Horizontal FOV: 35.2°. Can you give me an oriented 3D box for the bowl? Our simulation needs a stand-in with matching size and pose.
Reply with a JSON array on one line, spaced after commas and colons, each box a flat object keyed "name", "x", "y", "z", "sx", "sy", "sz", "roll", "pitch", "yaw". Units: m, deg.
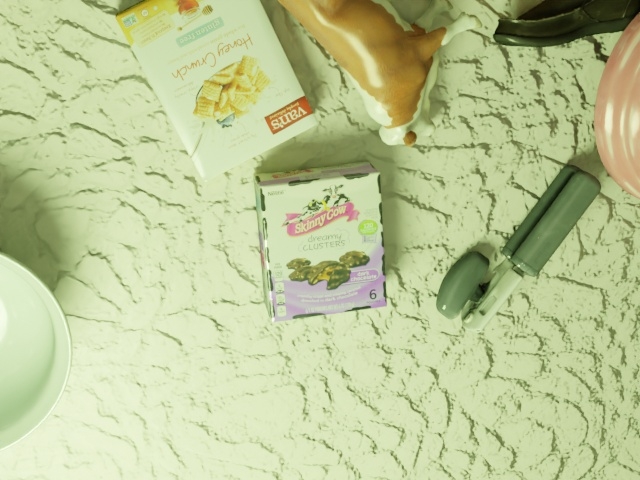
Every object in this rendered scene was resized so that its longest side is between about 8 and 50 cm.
[{"name": "bowl", "x": -0.467, "y": 0.122, "z": 1.293, "sx": 0.298, "sy": 0.134, "sz": 0.297, "roll": -3, "pitch": 108, "yaw": -10}]

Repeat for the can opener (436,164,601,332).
[{"name": "can opener", "x": 0.274, "y": 0.006, "z": 1.432, "sx": 0.095, "sy": 0.076, "sz": 0.283, "roll": 33, "pitch": 98, "yaw": -20}]

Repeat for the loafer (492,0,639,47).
[{"name": "loafer", "x": 0.327, "y": -0.307, "z": 1.345, "sx": 0.220, "sy": 0.080, "sz": 0.078, "roll": -14, "pitch": 106, "yaw": -16}]

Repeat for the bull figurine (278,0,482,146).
[{"name": "bull figurine", "x": 0.081, "y": -0.266, "z": 1.294, "sx": 0.188, "sy": 0.101, "sz": 0.310, "roll": -45, "pitch": 112, "yaw": 1}]

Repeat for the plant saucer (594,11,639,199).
[{"name": "plant saucer", "x": 0.536, "y": -0.192, "z": 1.382, "sx": 0.332, "sy": 0.084, "sz": 0.332, "roll": -9, "pitch": 117, "yaw": -17}]

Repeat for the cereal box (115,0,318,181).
[{"name": "cereal box", "x": -0.129, "y": -0.218, "z": 1.294, "sx": 0.173, "sy": 0.047, "sz": 0.240, "roll": -28, "pitch": 111, "yaw": -1}]

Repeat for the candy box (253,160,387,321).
[{"name": "candy box", "x": 0.000, "y": 0.000, "z": 1.378, "sx": 0.165, "sy": 0.070, "sz": 0.196, "roll": -7, "pitch": 109, "yaw": -9}]
